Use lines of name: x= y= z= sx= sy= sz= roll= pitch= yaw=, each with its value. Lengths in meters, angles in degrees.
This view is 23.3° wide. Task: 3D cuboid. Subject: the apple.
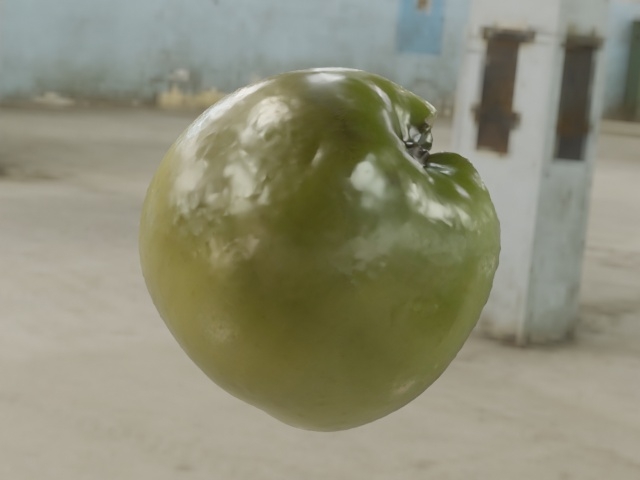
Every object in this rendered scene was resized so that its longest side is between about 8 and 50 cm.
apple: x=-0.017 y=-0.011 z=1.270 sx=0.233 sy=0.258 sz=0.295 roll=26 pitch=29 yaw=-30
